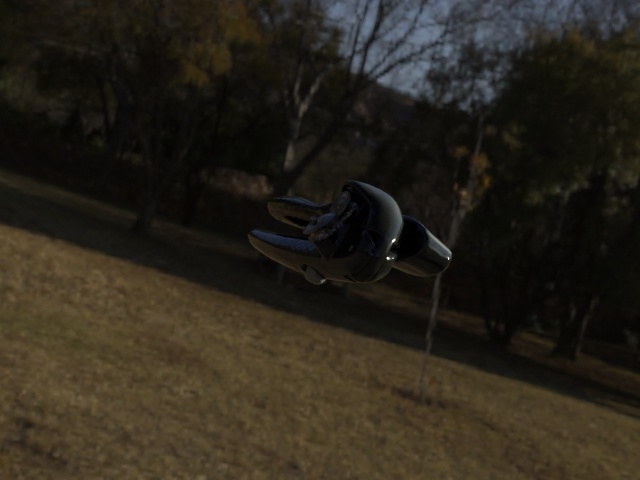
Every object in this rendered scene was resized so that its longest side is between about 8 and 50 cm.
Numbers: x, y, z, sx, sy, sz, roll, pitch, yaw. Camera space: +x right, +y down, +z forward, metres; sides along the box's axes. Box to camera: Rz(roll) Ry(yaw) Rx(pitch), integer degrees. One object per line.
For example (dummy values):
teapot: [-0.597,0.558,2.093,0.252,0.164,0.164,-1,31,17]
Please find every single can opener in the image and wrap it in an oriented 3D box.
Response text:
can opener: [0.000,0.000,0.615,0.073,0.059,0.186,44,-18,-24]
